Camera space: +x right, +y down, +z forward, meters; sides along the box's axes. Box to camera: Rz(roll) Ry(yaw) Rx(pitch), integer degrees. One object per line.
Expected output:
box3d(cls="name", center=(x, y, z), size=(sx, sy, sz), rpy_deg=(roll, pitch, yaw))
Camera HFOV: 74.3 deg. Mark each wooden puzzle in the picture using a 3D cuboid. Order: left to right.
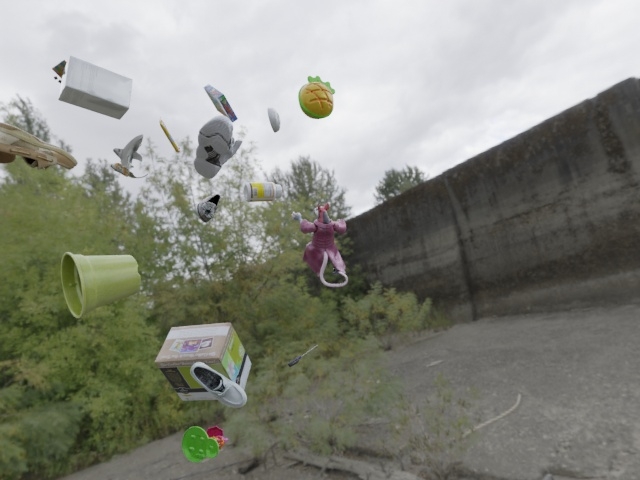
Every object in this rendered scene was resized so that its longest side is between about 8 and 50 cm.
box3d(cls="wooden puzzle", center=(-0.828, -0.549, 1.363), size=(0.083, 0.006, 0.049), rpy_deg=(-39, -37, -5))

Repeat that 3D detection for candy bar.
box3d(cls="candy bar", center=(-0.621, -0.430, 1.733), size=(0.018, 0.040, 0.162), rpy_deg=(-20, -45, 1))

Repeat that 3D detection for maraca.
box3d(cls="maraca", center=(-0.010, -0.473, 1.389), size=(0.127, 0.186, 0.099), rpy_deg=(26, -34, -18))

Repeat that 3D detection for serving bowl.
box3d(cls="serving bowl", center=(-0.151, -0.404, 1.406), size=(0.027, 0.084, 0.083), rpy_deg=(-14, -9, 7))

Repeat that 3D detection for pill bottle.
box3d(cls="pill bottle", center=(-0.346, -0.293, 2.547), size=(0.214, 0.118, 0.117), rpy_deg=(-4, -13, -25))

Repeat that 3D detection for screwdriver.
box3d(cls="screwdriver", center=(-0.077, 0.509, 1.883), size=(0.169, 0.025, 0.024), rpy_deg=(-33, -30, -35))

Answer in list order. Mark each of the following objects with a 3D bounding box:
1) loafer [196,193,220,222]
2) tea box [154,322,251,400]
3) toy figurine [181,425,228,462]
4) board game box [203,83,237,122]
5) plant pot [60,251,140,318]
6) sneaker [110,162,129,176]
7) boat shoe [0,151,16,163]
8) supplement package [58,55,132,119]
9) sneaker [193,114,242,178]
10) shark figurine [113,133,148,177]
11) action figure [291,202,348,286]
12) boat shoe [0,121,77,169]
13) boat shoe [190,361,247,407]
box3d(cls="loafer", center=(-0.576, -0.181, 2.190), size=(0.084, 0.096, 0.268), rpy_deg=(-35, 24, 10))
box3d(cls="tea box", center=(-0.560, 0.597, 2.065), size=(0.328, 0.324, 0.220), rpy_deg=(-6, 37, 12))
box3d(cls="toy figurine", center=(-0.434, 0.800, 1.691), size=(0.172, 0.130, 0.159), rpy_deg=(0, -10, 23))
box3d(cls="board game box", center=(-0.473, -0.650, 1.996), size=(0.035, 0.201, 0.136), rpy_deg=(-38, -45, -9))
box3d(cls="plant pot", center=(-0.933, 0.170, 1.817), size=(0.253, 0.277, 0.276), rpy_deg=(-10, -10, -46))
box3d(cls="sneaker", center=(-0.764, -0.271, 1.607), size=(0.036, 0.032, 0.083), rpy_deg=(2, -23, 14))
box3d(cls="boat shoe", center=(-1.467, -0.403, 1.798), size=(0.285, 0.105, 0.089), rpy_deg=(13, 9, -33))
box3d(cls="supplement package", center=(-0.691, -0.465, 1.302), size=(0.179, 0.105, 0.105), rpy_deg=(13, -18, -40))
box3d(cls="sneaker", center=(-0.428, -0.439, 1.821), size=(0.366, 0.137, 0.210), rpy_deg=(-47, 12, 52))
box3d(cls="shark figurine", center=(-0.903, -0.375, 1.952), size=(0.166, 0.279, 0.116), rpy_deg=(-25, -33, 15))
box3d(cls="action figure", center=(0.000, 0.000, 1.940), size=(0.247, 0.276, 0.371), rpy_deg=(-4, -52, -4))
box3d(cls="boat shoe", center=(-1.081, -0.328, 1.604), size=(0.121, 0.110, 0.341), rpy_deg=(16, -7, 15))
box3d(cls="boat shoe", center=(-0.351, 0.501, 1.448), size=(0.079, 0.227, 0.081), rpy_deg=(-54, 4, -17))
